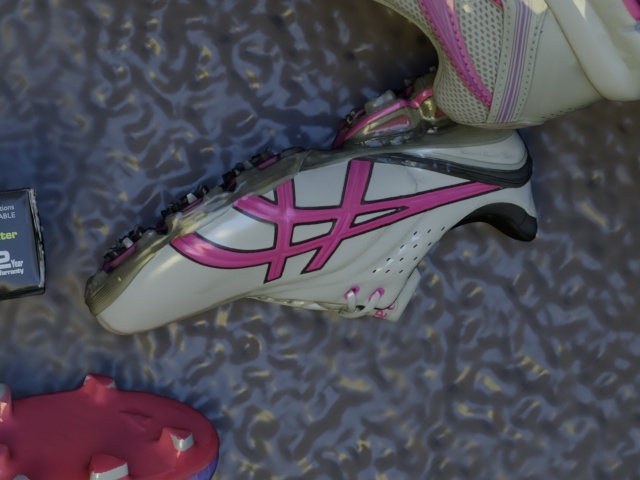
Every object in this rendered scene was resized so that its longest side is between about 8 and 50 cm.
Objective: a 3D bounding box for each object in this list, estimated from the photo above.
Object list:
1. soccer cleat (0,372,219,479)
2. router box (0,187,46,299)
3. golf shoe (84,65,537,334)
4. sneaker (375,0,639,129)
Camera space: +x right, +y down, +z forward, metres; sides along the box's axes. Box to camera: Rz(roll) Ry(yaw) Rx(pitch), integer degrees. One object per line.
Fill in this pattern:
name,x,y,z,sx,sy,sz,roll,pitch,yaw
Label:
soccer cleat,-0.138,0.124,0.670,0.248,0.083,0.095,-24,131,-43
router box,-0.163,0.009,0.693,0.122,0.092,0.038,-8,88,-8
golf shoe,0.000,0.000,0.728,0.186,0.067,0.086,-26,92,-9
sneaker,0.037,-0.145,0.674,0.111,0.103,0.252,-30,83,33
